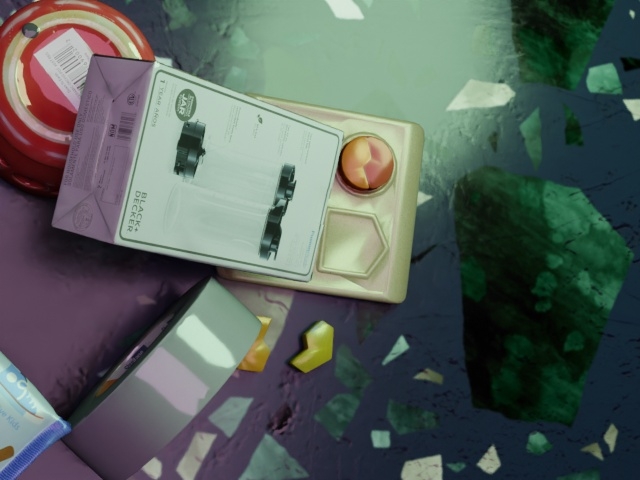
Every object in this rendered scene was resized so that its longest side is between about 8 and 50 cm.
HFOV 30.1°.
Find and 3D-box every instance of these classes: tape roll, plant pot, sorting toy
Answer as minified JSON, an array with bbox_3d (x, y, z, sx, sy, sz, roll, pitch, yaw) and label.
[{"bbox_3d":[-0.158,0.136,1.177,0.072,0.219,0.219,45,75,-8],"label":"tape roll"},{"bbox_3d":[-0.259,-0.144,1.195,0.191,0.174,0.191,1,86,-15],"label":"plant pot"},{"bbox_3d":[0.000,0.000,1.329,0.229,0.041,0.307,9,83,-16],"label":"sorting toy"}]

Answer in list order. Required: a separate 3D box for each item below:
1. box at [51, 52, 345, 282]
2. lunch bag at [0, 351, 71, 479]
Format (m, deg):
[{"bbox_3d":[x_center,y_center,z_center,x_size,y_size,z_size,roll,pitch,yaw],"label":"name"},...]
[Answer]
[{"bbox_3d":[-0.108,-0.062,1.157,0.290,0.087,0.169,12,91,-52],"label":"box"},{"bbox_3d":[-0.485,0.195,1.063,0.328,0.239,0.385,46,65,-7],"label":"lunch bag"}]
